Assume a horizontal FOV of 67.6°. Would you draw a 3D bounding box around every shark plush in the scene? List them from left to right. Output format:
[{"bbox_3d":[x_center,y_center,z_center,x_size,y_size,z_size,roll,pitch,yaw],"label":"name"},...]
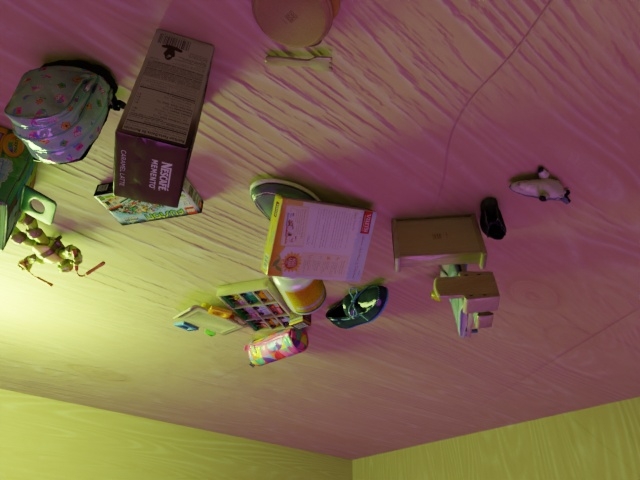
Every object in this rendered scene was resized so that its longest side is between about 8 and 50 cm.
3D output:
[{"bbox_3d":[0.487,-0.112,1.037,0.161,0.073,0.067,-2,170,-32],"label":"shark plush"}]

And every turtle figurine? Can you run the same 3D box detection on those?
[{"bbox_3d":[-0.679,0.015,1.192,0.270,0.087,0.217,-7,137,25],"label":"turtle figurine"}]

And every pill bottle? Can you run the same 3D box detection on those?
[{"bbox_3d":[-0.059,0.103,1.269,0.118,0.117,0.208,-7,144,11],"label":"pill bottle"}]

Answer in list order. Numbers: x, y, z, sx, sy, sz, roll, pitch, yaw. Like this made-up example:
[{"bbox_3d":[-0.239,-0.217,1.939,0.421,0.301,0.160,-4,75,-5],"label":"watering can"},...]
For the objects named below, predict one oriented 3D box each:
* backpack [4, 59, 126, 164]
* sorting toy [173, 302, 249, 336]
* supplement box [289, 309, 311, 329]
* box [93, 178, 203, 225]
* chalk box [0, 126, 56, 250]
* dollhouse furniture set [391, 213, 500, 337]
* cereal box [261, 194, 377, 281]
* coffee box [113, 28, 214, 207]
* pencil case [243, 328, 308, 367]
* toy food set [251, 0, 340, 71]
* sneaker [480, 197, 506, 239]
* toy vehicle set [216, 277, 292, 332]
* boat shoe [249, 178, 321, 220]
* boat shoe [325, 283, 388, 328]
[{"bbox_3d":[-0.428,-0.213,0.785,0.152,0.182,0.115,-3,144,8],"label":"backpack"},{"bbox_3d":[-0.343,0.242,1.509,0.196,0.047,0.348,24,151,-25],"label":"sorting toy"},{"bbox_3d":[-0.061,0.223,1.464,0.055,0.083,0.043,-23,138,30],"label":"supplement box"},{"bbox_3d":[-0.383,-0.093,1.075,0.207,0.036,0.114,-8,143,13],"label":"box"},{"bbox_3d":[-0.672,-0.114,0.938,0.289,0.179,0.180,19,140,-25],"label":"chalk box"},{"bbox_3d":[0.282,0.130,1.153,0.198,0.286,0.303,-4,133,7],"label":"dollhouse furniture set"},{"bbox_3d":[0.000,0.000,1.062,0.240,0.047,0.173,7,103,-29],"label":"cereal box"},{"bbox_3d":[-0.243,-0.193,0.752,0.098,0.246,0.141,13,143,-15],"label":"coffee box"},{"bbox_3d":[-0.152,0.367,1.659,0.236,0.104,0.104,-27,136,31],"label":"pencil case"},{"bbox_3d":[-0.036,-0.347,0.719,0.132,0.038,0.192,7,150,5],"label":"toy food set"},{"bbox_3d":[0.394,-0.031,1.093,0.051,0.089,0.170,-12,142,17],"label":"sneaker"},{"bbox_3d":[-0.185,0.208,1.489,0.166,0.035,0.267,-10,143,16],"label":"toy vehicle set"},{"bbox_3d":[-0.035,-0.028,1.100,0.116,0.099,0.319,-24,137,33],"label":"boat shoe"},{"bbox_3d":[0.101,0.205,1.420,0.089,0.109,0.258,22,137,-21],"label":"boat shoe"}]
